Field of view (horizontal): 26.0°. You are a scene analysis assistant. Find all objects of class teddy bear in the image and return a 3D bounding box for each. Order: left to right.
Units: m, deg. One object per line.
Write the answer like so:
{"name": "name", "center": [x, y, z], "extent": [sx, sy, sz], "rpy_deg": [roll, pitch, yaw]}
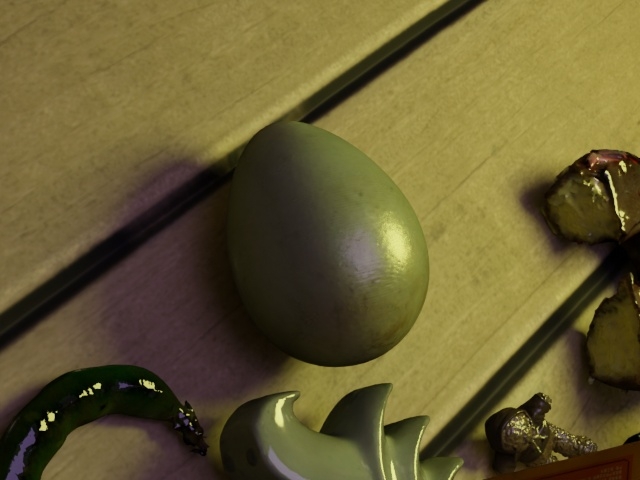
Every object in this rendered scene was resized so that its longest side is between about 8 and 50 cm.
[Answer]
{"name": "teddy bear", "center": [0.268, 0.253, 1.759], "extent": [0.160, 0.078, 0.119], "rpy_deg": [32, 91, -31]}

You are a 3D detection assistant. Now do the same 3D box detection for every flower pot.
{"name": "flower pot", "center": [0.050, 0.332, 1.510], "extent": [0.254, 0.164, 0.368], "rpy_deg": [-9, 80, -33]}

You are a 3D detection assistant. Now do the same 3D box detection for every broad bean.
{"name": "broad bean", "center": [-0.245, 0.207, 1.410], "extent": [0.292, 0.049, 0.144], "rpy_deg": [-24, 90, -40]}

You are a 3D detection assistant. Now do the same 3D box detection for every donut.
{"name": "donut", "center": [0.453, 0.038, 1.936], "extent": [0.259, 0.136, 0.345], "rpy_deg": [-7, 78, -40]}

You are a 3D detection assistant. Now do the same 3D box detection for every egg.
{"name": "egg", "center": [0.000, 0.000, 1.563], "extent": [0.218, 0.218, 0.295], "rpy_deg": [-11, 67, -39]}

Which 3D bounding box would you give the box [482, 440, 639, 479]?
{"name": "box", "center": [0.362, 0.396, 1.636], "extent": [0.259, 0.283, 0.214], "rpy_deg": [28, 59, -25]}

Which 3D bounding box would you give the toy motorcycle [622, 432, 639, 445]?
{"name": "toy motorcycle", "center": [0.514, 0.240, 1.781], "extent": [0.125, 0.331, 0.196], "rpy_deg": [-12, 69, -23]}
